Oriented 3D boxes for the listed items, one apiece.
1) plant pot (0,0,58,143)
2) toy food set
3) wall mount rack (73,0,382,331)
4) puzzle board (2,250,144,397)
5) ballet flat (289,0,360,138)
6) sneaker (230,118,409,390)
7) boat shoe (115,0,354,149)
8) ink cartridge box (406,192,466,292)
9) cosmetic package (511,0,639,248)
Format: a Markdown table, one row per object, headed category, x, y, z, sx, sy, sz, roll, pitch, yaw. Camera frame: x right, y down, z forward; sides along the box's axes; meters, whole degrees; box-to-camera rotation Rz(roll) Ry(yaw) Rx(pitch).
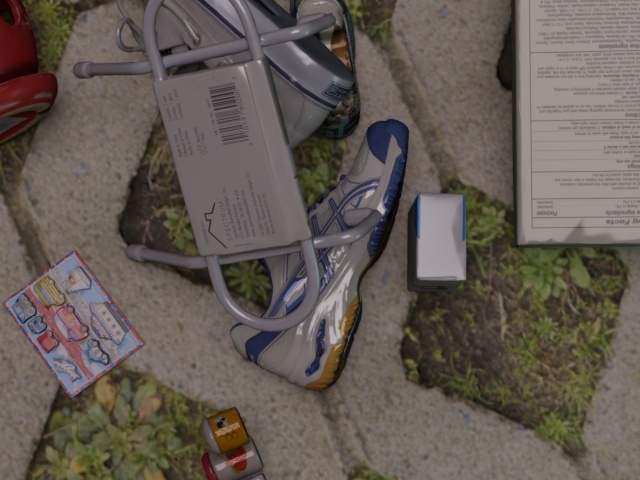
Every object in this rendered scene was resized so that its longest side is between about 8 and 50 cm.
| category | x | y | z | sx | sy | sz | roll | pitch | yaw |
| --- | --- | --- | --- | --- | --- | --- | --- | --- | --- |
| plant pot | -0.382 | -0.182 | 1.489 | 0.191 | 0.191 | 0.174 | -27 | 88 | -2 |
| toy food set | -0.088 | 0.293 | 1.448 | 0.104 | 0.111 | 0.232 | -23 | 85 | -2 |
| wall mount rack | -0.110 | -0.085 | 1.411 | 0.304 | 0.130 | 0.350 | -9 | 104 | 22 |
| puzzle board | -0.263 | 0.088 | 1.533 | 0.096 | 0.011 | 0.128 | -37 | 83 | -4 |
| ballet flat | 0.009 | -0.204 | 1.541 | 0.070 | 0.070 | 0.188 | -13 | 82 | -1 |
| sneaker | 0.000 | 0.000 | 1.490 | 0.131 | 0.112 | 0.296 | 19 | 80 | 9 |
| boat shoe | -0.138 | -0.223 | 1.519 | 0.367 | 0.136 | 0.156 | 43 | 107 | 13 |
| ink cartridge box | 0.118 | 0.004 | 1.480 | 0.052 | 0.122 | 0.088 | 1 | 82 | -2 |
| cosmetic package | 0.277 | -0.146 | 1.485 | 0.160 | 0.113 | 0.309 | 1 | 88 | 5 |
